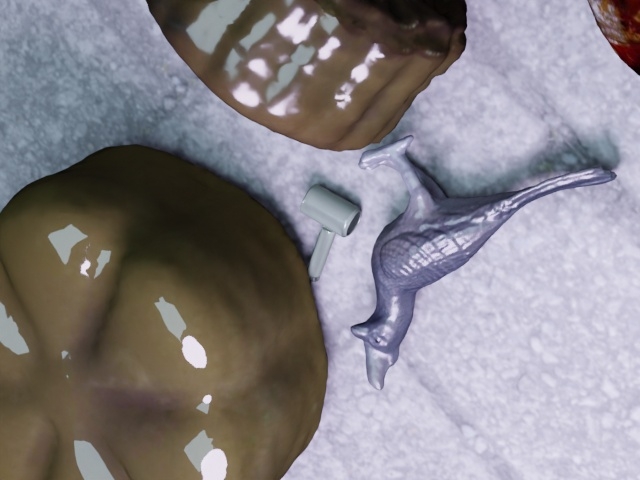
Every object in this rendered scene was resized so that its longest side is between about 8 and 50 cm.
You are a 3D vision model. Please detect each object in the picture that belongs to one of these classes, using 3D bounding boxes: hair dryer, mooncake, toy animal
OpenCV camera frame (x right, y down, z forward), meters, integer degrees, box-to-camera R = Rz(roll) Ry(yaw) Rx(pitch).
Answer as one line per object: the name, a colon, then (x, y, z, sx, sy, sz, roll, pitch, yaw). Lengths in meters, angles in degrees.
hair dryer: (0.000, 0.000, 2.115, 0.063, 0.038, 0.124, 31, 126, 16)
mooncake: (-0.014, -0.253, 1.863, 0.324, 0.324, 0.187, 47, 118, 6)
toy animal: (0.122, -0.027, 2.014, 0.367, 0.081, 0.206, -44, 81, 24)
mooncake: (-0.228, 0.133, 2.144, 0.467, 0.262, 0.467, 12, 115, 27)

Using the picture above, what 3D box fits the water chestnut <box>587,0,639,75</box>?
water chestnut: (0.382, -0.239, 1.695, 0.289, 0.289, 0.244, -34, 66, 32)
